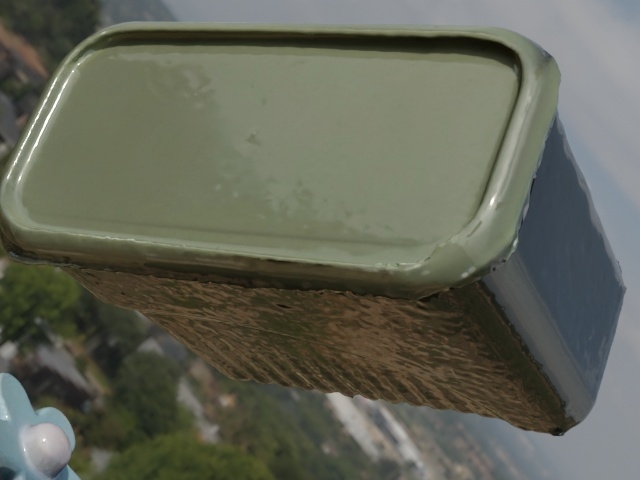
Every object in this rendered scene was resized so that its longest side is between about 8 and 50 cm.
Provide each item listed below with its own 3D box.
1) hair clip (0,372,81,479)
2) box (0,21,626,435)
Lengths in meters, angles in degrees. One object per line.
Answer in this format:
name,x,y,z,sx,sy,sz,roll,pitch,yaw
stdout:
hair clip,-0.083,0.110,0.411,0.062,0.056,0.214,56,20,-44
box,0.000,0.000,0.704,0.274,0.138,0.178,6,-28,33
